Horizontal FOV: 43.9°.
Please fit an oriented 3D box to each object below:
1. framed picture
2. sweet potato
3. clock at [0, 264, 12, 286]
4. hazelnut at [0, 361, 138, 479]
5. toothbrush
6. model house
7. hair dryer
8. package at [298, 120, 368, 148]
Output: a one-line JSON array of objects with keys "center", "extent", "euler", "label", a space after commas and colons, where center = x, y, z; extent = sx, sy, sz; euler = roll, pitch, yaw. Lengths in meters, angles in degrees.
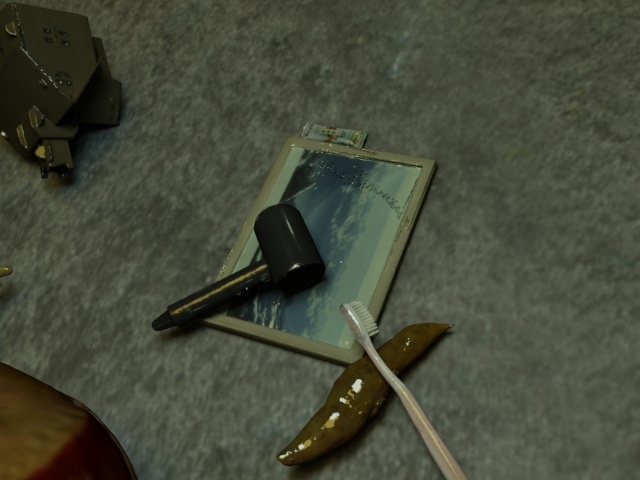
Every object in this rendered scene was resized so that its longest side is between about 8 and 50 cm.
[{"center": [0.000, 0.000, 1.121], "extent": [0.247, 0.022, 0.335], "euler": [13, 61, 22], "label": "framed picture"}, {"center": [0.056, 0.179, 0.965], "extent": [0.274, 0.067, 0.067], "euler": [-40, 57, -17], "label": "sweet potato"}, {"center": [-0.586, 0.128, 1.149], "extent": [0.235, 0.096, 0.308], "euler": [33, 71, 31], "label": "clock"}, {"center": [-0.382, 0.300, 0.853], "extent": [0.409, 0.359, 0.359], "euler": [28, 68, 24], "label": "hazelnut"}, {"center": [0.112, 0.197, 0.919], "extent": [0.030, 0.025, 0.307], "euler": [-22, 68, -29], "label": "toothbrush"}, {"center": [-0.425, -0.218, 1.291], "extent": [0.211, 0.204, 0.243], "euler": [-30, 70, 47], "label": "model house"}, {"center": [-0.121, 0.050, 1.078], "extent": [0.248, 0.070, 0.114], "euler": [-28, 56, 6], "label": "hair dryer"}, {"center": [0.019, -0.162, 1.226], "extent": [0.110, 0.015, 0.037], "euler": [12, 67, 23], "label": "package"}]
